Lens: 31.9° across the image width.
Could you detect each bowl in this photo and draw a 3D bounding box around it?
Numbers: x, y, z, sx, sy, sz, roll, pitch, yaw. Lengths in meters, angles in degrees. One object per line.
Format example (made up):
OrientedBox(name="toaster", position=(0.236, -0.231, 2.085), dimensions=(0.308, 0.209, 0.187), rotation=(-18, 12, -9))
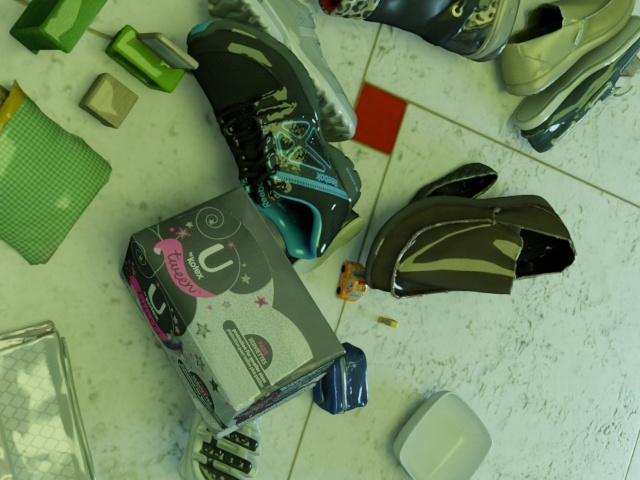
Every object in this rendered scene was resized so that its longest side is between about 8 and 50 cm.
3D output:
OrientedBox(name="bowl", position=(0.177, 0.304, 1.680), dimensions=(0.142, 0.053, 0.142), rotation=(-47, 117, -16))

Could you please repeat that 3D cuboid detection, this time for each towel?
OrientedBox(name="towel", position=(-0.424, 0.293, 1.325), dimensions=(0.317, 0.053, 0.332), rotation=(-17, 104, -28))

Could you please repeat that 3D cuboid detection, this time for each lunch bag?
OrientedBox(name="lunch bag", position=(0.022, 0.196, 1.566), dimensions=(0.065, 0.067, 0.098), rotation=(-9, 102, -29))

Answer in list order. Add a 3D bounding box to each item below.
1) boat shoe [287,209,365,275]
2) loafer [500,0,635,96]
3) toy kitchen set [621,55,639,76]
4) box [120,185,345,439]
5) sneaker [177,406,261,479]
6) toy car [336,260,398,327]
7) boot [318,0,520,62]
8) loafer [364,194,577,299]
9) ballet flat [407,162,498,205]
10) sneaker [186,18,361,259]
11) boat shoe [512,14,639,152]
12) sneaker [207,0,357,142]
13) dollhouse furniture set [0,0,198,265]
OrientedBox(name="boat shoe", position=(0.000, 0.001, 1.542), dimensions=(0.133, 0.042, 0.049), rotation=(-38, 156, -18))
OrientedBox(name="loafer", position=(0.370, -0.325, 1.680), dimensions=(0.268, 0.102, 0.092), rotation=(-44, 122, -18))
OrientedBox(name="toy kitchen set", position=(0.489, -0.311, 1.771), dimensions=(0.083, 0.068, 0.075), rotation=(39, 77, -29))
OrientedBox(name="box", position=(-0.113, 0.087, 1.365), dimensions=(0.163, 0.142, 0.247), rotation=(-26, 75, -25))
OrientedBox(name="sneaker", position=(-0.109, 0.196, 1.472), dimensions=(0.110, 0.118, 0.292), rotation=(33, 59, -14))
OrientedBox(name="toy car", position=(0.077, 0.077, 1.597), dimensions=(0.122, 0.040, 0.060), rotation=(32, 80, -29))
OrientedBox(name="boot", position=(0.149, -0.448, 1.519), dimensions=(0.284, 0.138, 0.377), rotation=(4, 100, -31))
OrientedBox(name="loafer", position=(0.228, 0.011, 1.599), dimensions=(0.366, 0.130, 0.134), rotation=(-13, 126, -31))
OrientedBox(name="ballet flat", position=(0.186, -0.064, 1.637), dimensions=(0.173, 0.049, 0.057), rotation=(-36, 112, -22))
OrientedBox(name="sneaker", position=(-0.059, -0.124, 1.401), dimensions=(0.341, 0.125, 0.140), rotation=(53, 43, -31))
OrientedBox(name="boat shoe", position=(0.407, -0.237, 1.705), dimensions=(0.254, 0.095, 0.079), rotation=(-45, 119, -7))
OrientedBox(name="sneaker", position=(-0.024, -0.247, 1.457), dimensions=(0.281, 0.105, 0.115), rotation=(55, 52, -33))
OrientedBox(name="dollhouse furniture set", position=(-0.295, -0.133, 1.283), dimensions=(0.197, 0.151, 0.301), rotation=(38, 77, -29))
